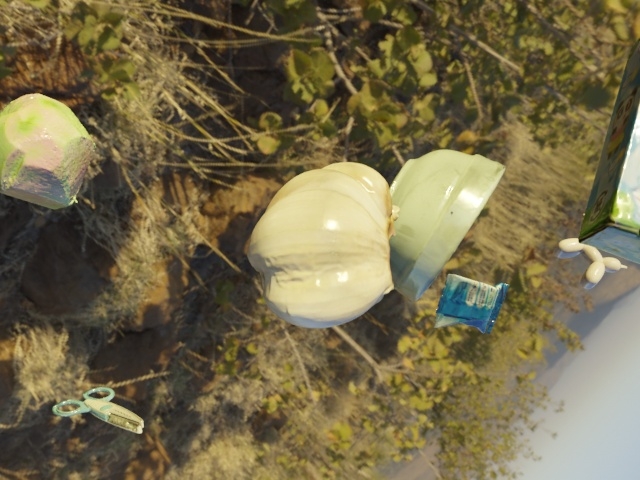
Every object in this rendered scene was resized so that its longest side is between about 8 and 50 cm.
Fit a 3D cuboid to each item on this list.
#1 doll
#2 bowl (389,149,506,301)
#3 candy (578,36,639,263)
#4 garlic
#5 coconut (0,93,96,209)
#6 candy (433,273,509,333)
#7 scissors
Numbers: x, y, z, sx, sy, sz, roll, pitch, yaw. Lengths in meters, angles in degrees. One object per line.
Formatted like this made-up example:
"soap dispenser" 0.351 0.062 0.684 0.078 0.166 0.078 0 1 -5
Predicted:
"doll" 0.637 0.016 1.413 0.160 0.161 0.059 -27 155 -11
"bowl" 0.200 -0.046 1.153 0.307 0.163 0.307 -58 172 -13
"candy" 0.276 -0.073 0.464 0.062 0.097 0.195 87 24 -73
"garlic" -0.006 -0.005 0.834 0.185 0.203 0.281 59 29 -48
"coconut" -0.221 -0.070 0.471 0.081 0.083 0.082 25 82 -36
"candy" 0.230 0.100 0.927 0.136 0.038 0.088 10 107 -33
"scissors" -0.198 0.158 0.557 0.058 0.119 0.014 -17 105 -46
